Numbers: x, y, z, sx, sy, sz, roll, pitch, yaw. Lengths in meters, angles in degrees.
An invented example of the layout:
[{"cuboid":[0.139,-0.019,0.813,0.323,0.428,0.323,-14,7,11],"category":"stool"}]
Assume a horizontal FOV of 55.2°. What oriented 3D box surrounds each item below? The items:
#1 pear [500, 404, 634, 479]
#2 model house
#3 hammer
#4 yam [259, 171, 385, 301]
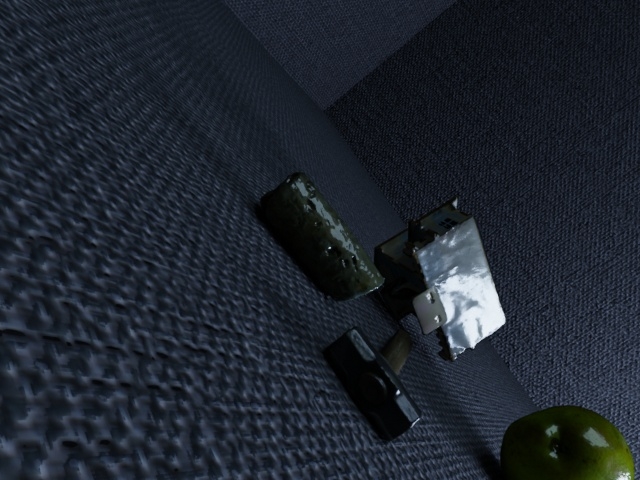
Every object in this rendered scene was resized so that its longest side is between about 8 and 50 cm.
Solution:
[{"cuboid":[0.364,0.331,0.914,0.220,0.187,0.187,53,9,-34],"category":"pear"},{"cuboid":[0.185,0.057,1.086,0.271,0.178,0.206,64,-11,-28],"category":"model house"},{"cuboid":[0.086,0.147,0.766,0.111,0.043,0.365,53,9,9],"category":"hammer"},{"cuboid":[0.000,0.000,0.764,0.179,0.078,0.078,52,11,-10],"category":"yam"}]
